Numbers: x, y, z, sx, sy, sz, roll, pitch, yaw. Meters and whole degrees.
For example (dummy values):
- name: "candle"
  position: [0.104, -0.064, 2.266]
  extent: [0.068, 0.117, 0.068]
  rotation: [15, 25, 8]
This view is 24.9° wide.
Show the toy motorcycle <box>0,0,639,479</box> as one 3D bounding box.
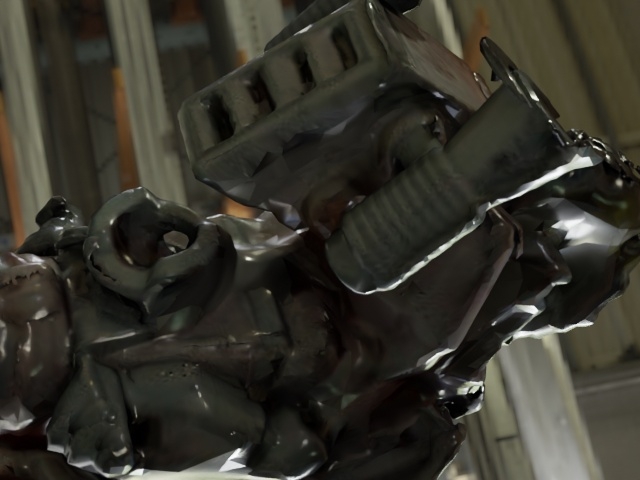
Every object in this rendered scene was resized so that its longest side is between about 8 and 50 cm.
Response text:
- name: "toy motorcycle"
  position: [0.000, 0.000, 0.472]
  extent: [0.207, 0.401, 0.134]
  rotation: [30, 29, -37]
